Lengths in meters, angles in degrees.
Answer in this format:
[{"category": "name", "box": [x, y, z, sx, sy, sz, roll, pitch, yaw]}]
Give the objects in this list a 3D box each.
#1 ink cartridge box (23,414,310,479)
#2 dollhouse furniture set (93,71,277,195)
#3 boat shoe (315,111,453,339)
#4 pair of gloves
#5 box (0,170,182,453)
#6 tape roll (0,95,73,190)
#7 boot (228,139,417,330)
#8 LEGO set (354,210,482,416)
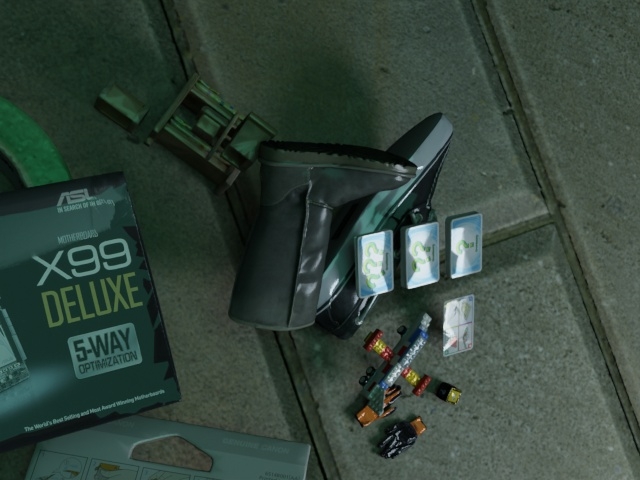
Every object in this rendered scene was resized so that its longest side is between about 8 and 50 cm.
[{"category": "ink cartridge box", "box": [-0.171, 0.313, 0.905, 0.296, 0.066, 0.261, 10, 48, 1]}, {"category": "dollhouse furniture set", "box": [-0.143, -0.160, 1.009, 0.182, 0.161, 0.101, 36, 69, -12]}, {"category": "boat shoe", "box": [0.088, -0.018, 1.098, 0.105, 0.113, 0.306, 39, 71, -16]}, {"category": "pair of gloves", "box": [0.087, 0.224, 1.101, 0.074, 0.010, 0.083, -35, 95, -25]}, {"category": "box", "box": [-0.314, 0.081, 0.857, 0.307, 0.076, 0.243, -12, 85, -23]}, {"category": "tape roll", "box": [-0.416, -0.012, 0.920, 0.321, 0.077, 0.321, 5, 77, -20]}, {"category": "boot", "box": [0.001, -0.001, 0.973, 0.189, 0.076, 0.209, 4, 106, -8]}, {"category": "LEGO set", "box": [0.129, 0.100, 1.066, 0.182, 0.060, 0.244, -11, 109, -28]}]
